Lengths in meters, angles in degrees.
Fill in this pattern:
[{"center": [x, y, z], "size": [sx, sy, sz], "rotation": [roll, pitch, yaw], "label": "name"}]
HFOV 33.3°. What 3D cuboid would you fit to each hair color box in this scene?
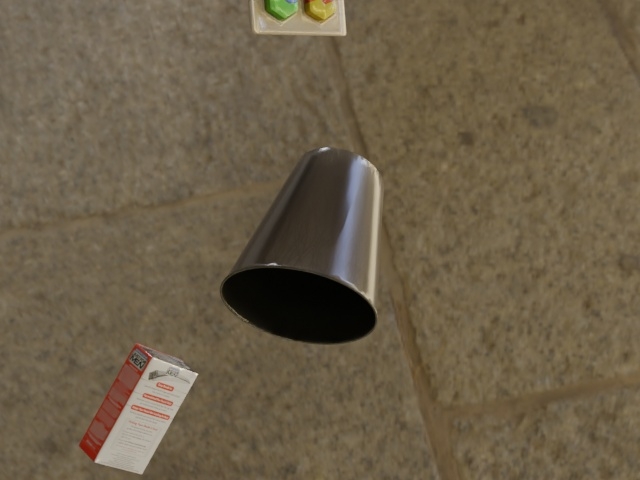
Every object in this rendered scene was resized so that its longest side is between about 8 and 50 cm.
[{"center": [-0.257, 0.239, 1.513], "size": [0.053, 0.093, 0.167], "rotation": [31, 91, 45], "label": "hair color box"}]

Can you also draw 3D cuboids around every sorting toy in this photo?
[{"center": [-0.037, -0.444, 1.804], "size": [0.208, 0.192, 0.038], "rotation": [-6, 3, -37], "label": "sorting toy"}]

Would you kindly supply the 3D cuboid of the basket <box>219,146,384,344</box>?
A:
[{"center": [0.000, 0.000, 1.405], "size": [0.205, 0.154, 0.226], "rotation": [8, 50, 14], "label": "basket"}]
